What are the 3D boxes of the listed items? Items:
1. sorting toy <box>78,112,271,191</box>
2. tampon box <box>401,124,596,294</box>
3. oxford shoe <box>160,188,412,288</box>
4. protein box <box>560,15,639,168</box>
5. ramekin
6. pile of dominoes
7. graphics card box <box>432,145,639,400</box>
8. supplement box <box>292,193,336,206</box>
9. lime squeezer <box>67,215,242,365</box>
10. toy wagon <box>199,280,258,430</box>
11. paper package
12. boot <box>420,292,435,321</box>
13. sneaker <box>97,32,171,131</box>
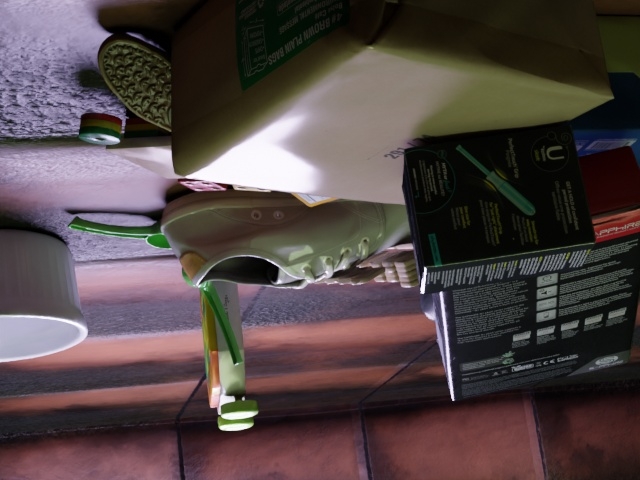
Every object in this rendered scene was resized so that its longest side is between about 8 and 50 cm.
[{"bbox_3d":[-0.150,-0.109,1.524,0.132,0.046,0.274,-1,167,27],"label":"sorting toy"},{"bbox_3d":[0.166,-0.028,1.258,0.160,0.121,0.101,-8,164,0],"label":"tampon box"},{"bbox_3d":[0.000,0.000,1.854,0.449,0.130,0.169,-4,160,-19],"label":"oxford shoe"},{"bbox_3d":[0.272,-0.144,1.470,0.199,0.136,0.201,-2,163,-18],"label":"protein box"},{"bbox_3d":[-0.479,0.082,1.898,0.277,0.135,0.277,-7,163,-2],"label":"ramekin"},{"bbox_3d":[0.068,0.045,1.952,0.196,0.040,0.251,-21,-170,-33],"label":"pile of dominoes"},{"bbox_3d":[0.242,0.050,1.497,0.232,0.094,0.371,-14,148,2],"label":"graphics card box"},{"bbox_3d":[-0.027,-0.110,1.560,0.080,0.078,0.233,-15,163,14],"label":"supplement box"},{"bbox_3d":[-0.201,0.038,1.858,0.310,0.110,0.059,42,129,-13],"label":"lime squeezer"},{"bbox_3d":[-0.149,0.161,2.074,0.068,0.267,0.344,-4,163,-8],"label":"toy wagon"},{"bbox_3d":[0.056,-0.167,1.251,0.309,0.168,0.324,4,160,-35],"label":"paper package"},{"bbox_3d":[0.277,0.013,1.851,0.367,0.146,0.445,-20,175,-37],"label":"boot"},{"bbox_3d":[-0.153,-0.156,1.364,0.192,0.086,0.064,35,107,-29],"label":"sneaker"}]
